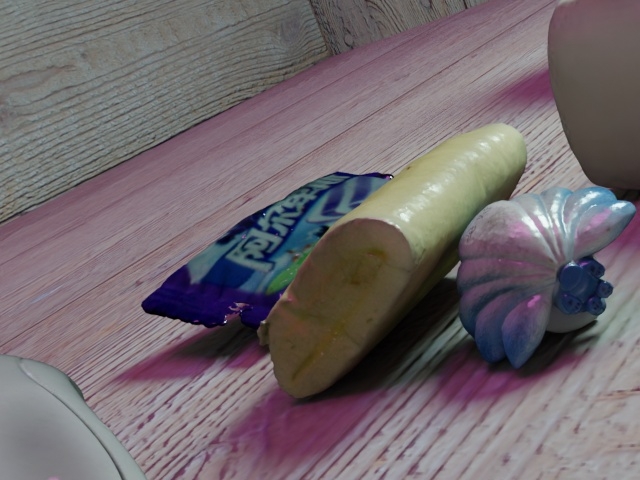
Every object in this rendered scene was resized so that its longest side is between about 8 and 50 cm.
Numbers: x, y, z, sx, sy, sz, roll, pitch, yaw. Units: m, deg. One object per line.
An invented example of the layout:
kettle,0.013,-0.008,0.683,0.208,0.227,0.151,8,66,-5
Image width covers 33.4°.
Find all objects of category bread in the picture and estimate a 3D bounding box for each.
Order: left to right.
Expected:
bread,0.047,0.004,0.638,0.178,0.060,0.139,-36,-16,-53

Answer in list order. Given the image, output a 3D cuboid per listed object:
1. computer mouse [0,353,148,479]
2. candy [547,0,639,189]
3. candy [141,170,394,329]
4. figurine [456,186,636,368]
computer mouse,-0.173,0.124,0.489,0.184,0.121,0.297,-24,11,-12
candy,0.322,-0.130,0.628,0.208,0.145,0.358,-27,14,-22
candy,0.000,0.000,0.832,0.145,0.070,0.275,4,26,46
figurine,0.111,0.014,0.566,0.114,0.079,0.114,-56,12,18
